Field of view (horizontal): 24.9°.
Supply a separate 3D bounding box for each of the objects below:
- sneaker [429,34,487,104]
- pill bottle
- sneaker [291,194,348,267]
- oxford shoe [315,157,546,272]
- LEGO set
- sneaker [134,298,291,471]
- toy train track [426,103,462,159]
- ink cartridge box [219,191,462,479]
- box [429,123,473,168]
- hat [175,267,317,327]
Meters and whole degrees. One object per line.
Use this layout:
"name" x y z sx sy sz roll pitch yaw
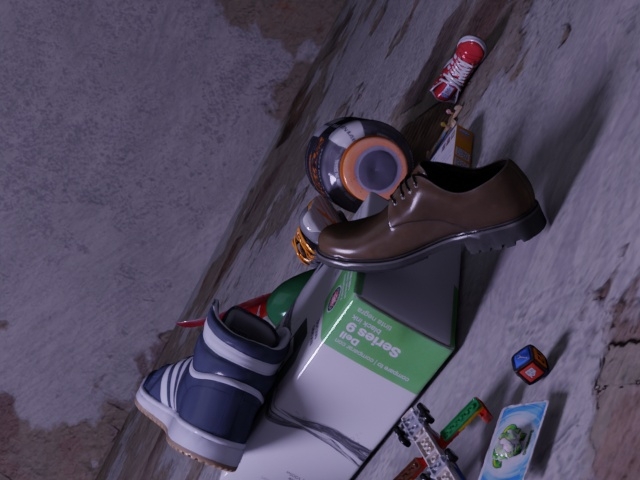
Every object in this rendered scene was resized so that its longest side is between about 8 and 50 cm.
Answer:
"sneaker" 0.184 -0.226 1.946 0.067 0.042 0.118 -61 1 -24
"pill bottle" 0.056 -0.104 1.999 0.130 0.130 0.245 -61 10 1
"sneaker" 0.000 0.000 1.962 0.083 0.084 0.215 -29 -13 6
"oxford shoe" 0.092 -0.032 1.373 0.227 0.096 0.083 -15 23 22
"LEGO set" 0.109 0.198 1.129 0.182 0.060 0.244 -18 40 48
"sneaker" -0.113 0.136 1.527 0.153 0.099 0.282 -68 17 0
"toy train track" 0.161 -0.146 1.925 0.083 0.014 0.048 -59 10 13
"ink cartridge box" 0.021 0.128 1.531 0.289 0.121 0.211 -55 12 29
"box" 0.152 -0.083 1.754 0.081 0.028 0.136 -55 9 31
"hat" -0.054 0.065 1.916 0.208 0.183 0.173 -62 10 -6
